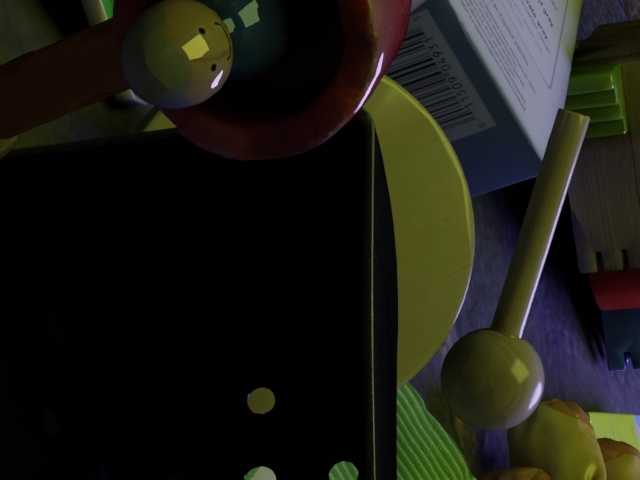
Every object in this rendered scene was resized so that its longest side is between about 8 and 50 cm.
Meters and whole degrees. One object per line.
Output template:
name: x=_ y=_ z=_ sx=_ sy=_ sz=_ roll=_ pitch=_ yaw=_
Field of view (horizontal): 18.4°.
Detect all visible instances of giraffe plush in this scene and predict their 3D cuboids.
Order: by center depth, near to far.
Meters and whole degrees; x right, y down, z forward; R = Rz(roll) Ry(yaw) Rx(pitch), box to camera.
giraffe plush: x=0.198 y=0.187 z=1.181 sx=0.181 sy=0.170 sz=0.210 roll=41 pitch=46 yaw=-24

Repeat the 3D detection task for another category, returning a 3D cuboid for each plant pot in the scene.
plant pot: x=-0.050 y=0.075 z=0.819 sx=0.167 sy=0.188 sz=0.187 roll=60 pitch=26 yaw=-60

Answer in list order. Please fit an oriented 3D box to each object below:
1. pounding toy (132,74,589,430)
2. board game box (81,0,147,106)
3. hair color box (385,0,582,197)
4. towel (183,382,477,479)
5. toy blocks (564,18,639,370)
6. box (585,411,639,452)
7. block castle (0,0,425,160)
pounding toy: x=0.000 y=0.000 z=1.004 sx=0.237 sy=0.110 sz=0.183 roll=8 pitch=90 yaw=-16
board game box: x=-0.082 y=-0.334 z=1.021 sx=0.390 sy=0.050 sz=0.390 roll=-74 pitch=155 yaw=-49
hair color box: x=0.087 y=-0.210 z=1.318 sx=0.185 sy=0.114 sz=0.374 roll=56 pitch=32 yaw=-29
towel: x=0.061 y=0.209 z=1.012 sx=0.325 sy=0.038 sz=0.248 roll=52 pitch=29 yaw=-6
toy blocks: x=0.257 y=-0.024 z=1.483 sx=0.381 sy=0.191 sz=0.260 roll=-40 pitch=123 yaw=-71
box: x=0.217 y=0.177 z=1.397 sx=0.178 sy=0.042 sz=0.109 roll=10 pitch=66 yaw=-60
block castle: x=-0.174 y=-0.211 z=0.623 sx=0.453 sy=0.303 sz=0.213 roll=65 pitch=28 yaw=-11
